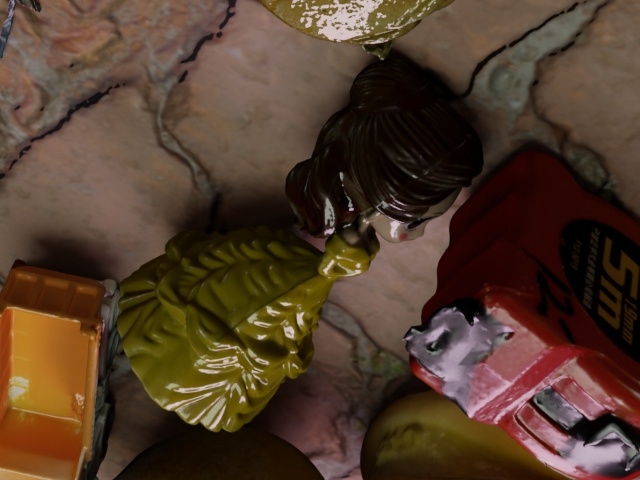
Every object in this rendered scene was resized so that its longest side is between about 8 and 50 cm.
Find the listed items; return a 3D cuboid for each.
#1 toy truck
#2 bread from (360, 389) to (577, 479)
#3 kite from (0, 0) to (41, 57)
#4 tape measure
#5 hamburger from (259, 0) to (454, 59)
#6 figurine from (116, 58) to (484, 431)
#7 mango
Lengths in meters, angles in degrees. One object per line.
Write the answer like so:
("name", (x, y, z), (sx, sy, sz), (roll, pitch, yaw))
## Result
("toy truck", (-0.241, 0.134, 1.706), (0.114, 0.135, 0.270), (12, 133, 3))
("bread", (0.124, 0.262, 1.635), (0.211, 0.270, 0.316), (-3, 168, -30))
("kite", (-0.298, -0.229, 1.483), (0.183, 0.010, 0.160), (23, 129, -11))
("tape measure", (0.193, 0.071, 1.459), (0.260, 0.253, 0.114), (39, 124, -13))
("hamburger", (0.032, -0.243, 1.311), (0.189, 0.122, 0.215), (25, 129, -16))
("figurine", (0.003, 0.004, 1.518), (0.315, 0.168, 0.187), (-38, 157, 28))
("mango", (-0.097, 0.273, 1.690), (0.199, 0.221, 0.384), (53, 162, -9))
